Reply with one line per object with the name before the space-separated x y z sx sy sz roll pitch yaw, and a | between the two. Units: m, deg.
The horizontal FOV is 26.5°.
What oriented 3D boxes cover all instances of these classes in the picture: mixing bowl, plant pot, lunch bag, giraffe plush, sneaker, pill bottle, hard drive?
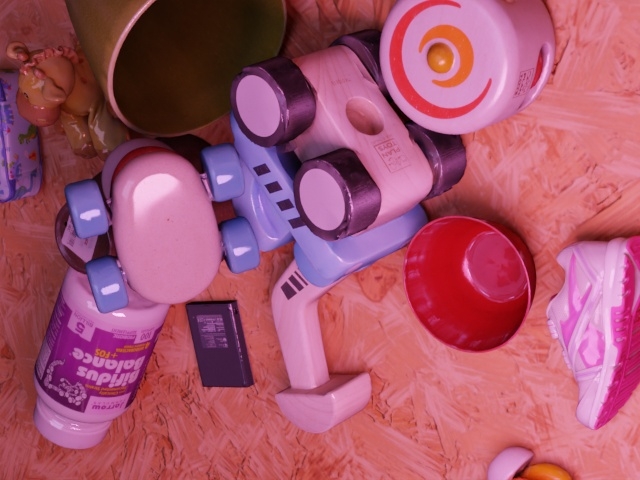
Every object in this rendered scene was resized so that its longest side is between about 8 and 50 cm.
mixing bowl | 0.207 0.045 1.746 0.181 0.098 0.181 11 109 33
plant pot | -0.240 -0.339 1.864 0.293 0.275 0.275 49 127 31
lunch bag | -0.545 -0.171 2.220 0.176 0.090 0.219 8 108 36
giraffe plush | -0.375 -0.223 2.012 0.181 0.170 0.210 14 102 36
sneaker | 0.338 0.108 1.682 0.111 0.103 0.252 13 105 36
pill bottle | -0.355 0.180 2.142 0.169 0.169 0.301 36 122 21
plant pot | -0.268 -0.031 1.976 0.215 0.230 0.215 12 111 33
hard drive | -0.155 0.160 2.086 0.094 0.022 0.135 -4 102 36

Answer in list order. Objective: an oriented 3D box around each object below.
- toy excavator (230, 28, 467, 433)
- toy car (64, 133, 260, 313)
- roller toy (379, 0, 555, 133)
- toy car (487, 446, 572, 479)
toy excavator | 0.000 0.000 1.838 0.433 0.222 0.445 57 140 9
toy car | -0.223 -0.049 1.801 0.238 0.219 0.210 -127 23 -61
roller toy | 0.177 -0.231 1.652 0.209 0.146 0.191 -22 91 37
toy car | 0.259 0.378 1.789 0.159 0.136 0.182 41 123 18
